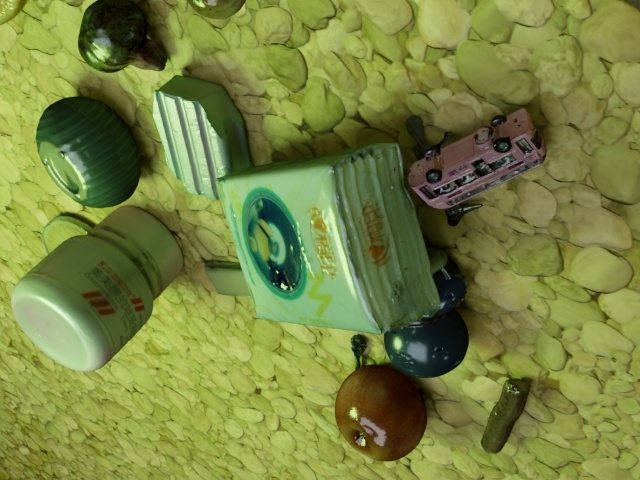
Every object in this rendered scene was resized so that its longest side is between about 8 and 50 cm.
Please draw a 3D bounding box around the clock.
[{"bbox_3d":[0.176,0.133,1.601,0.200,0.146,0.243,1,120,36],"label":"clock"}]

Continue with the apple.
[{"bbox_3d":[0.121,0.364,1.848,0.201,0.162,0.201,22,140,20],"label":"apple"}]

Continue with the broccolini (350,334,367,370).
[{"bbox_3d":[0.084,0.249,1.883,0.035,0.030,0.139,-9,136,0],"label":"broccolini"}]

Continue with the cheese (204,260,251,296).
[{"bbox_3d":[-0.087,0.089,1.857,0.400,0.034,0.085,2,124,38],"label":"cheese"}]

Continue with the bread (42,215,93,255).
[{"bbox_3d":[-0.579,0.044,2.205,0.267,0.040,0.266,23,139,22],"label":"bread"}]

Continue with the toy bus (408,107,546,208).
[{"bbox_3d":[0.232,-0.117,1.317,0.203,0.063,0.090,-26,131,30],"label":"toy bus"}]

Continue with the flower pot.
[{"bbox_3d":[-0.471,-0.176,1.810,0.189,0.157,0.243,-5,122,44],"label":"flower pot"}]

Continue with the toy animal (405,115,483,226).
[{"bbox_3d":[0.198,-0.103,1.425,0.105,0.070,0.202,19,141,44],"label":"toy animal"}]

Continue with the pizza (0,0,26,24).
[{"bbox_3d":[-0.609,-0.507,1.679,0.134,0.056,0.271,30,142,9],"label":"pizza"}]

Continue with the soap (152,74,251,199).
[{"bbox_3d":[-0.213,-0.191,1.640,0.145,0.091,0.230,16,135,23],"label":"soap"}]

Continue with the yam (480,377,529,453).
[{"bbox_3d":[0.356,0.340,1.725,0.057,0.056,0.241,26,142,17],"label":"yam"}]

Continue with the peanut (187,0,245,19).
[{"bbox_3d":[-0.198,-0.449,1.365,0.236,0.110,0.120,53,162,-5],"label":"peanut"}]

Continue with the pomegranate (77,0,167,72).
[{"bbox_3d":[-0.352,-0.347,1.570,0.163,0.125,0.138,45,129,-8],"label":"pomegranate"}]

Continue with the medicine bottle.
[{"bbox_3d":[-0.477,0.099,1.949,0.256,0.325,0.256,22,137,22],"label":"medicine bottle"}]

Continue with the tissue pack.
[{"bbox_3d":[0.000,0.000,1.488,0.388,0.162,0.287,-2,108,58],"label":"tissue pack"}]
